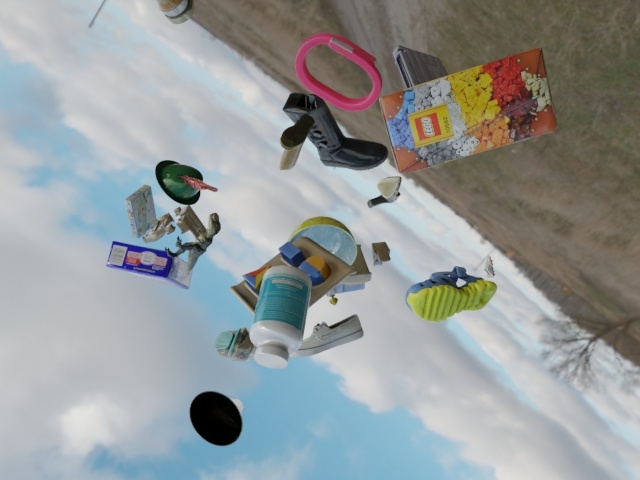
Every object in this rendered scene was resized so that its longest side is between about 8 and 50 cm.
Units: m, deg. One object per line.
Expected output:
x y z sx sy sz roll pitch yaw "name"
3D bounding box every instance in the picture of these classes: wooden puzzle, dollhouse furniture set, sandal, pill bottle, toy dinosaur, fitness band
-0.105 0.116 1.691 0.322 0.347 0.081 33 151 51 "wooden puzzle"
-0.793 -0.011 2.670 0.174 0.355 0.303 58 -174 -23 "dollhouse furniture set"
0.354 0.143 1.464 0.317 0.126 0.138 -1 -147 -37 "sandal"
-0.111 0.211 1.409 0.146 0.146 0.264 31 -132 -25 "pill bottle"
-0.390 0.024 1.530 0.118 0.268 0.064 5 -135 -41 "toy dinosaur"
0.059 -0.531 1.625 0.290 0.209 0.054 29 -128 -11 "fitness band"
0.178 0.194 2.360 0.286 0.304 0.198 -6 -138 -9 "dollhouse furniture set"

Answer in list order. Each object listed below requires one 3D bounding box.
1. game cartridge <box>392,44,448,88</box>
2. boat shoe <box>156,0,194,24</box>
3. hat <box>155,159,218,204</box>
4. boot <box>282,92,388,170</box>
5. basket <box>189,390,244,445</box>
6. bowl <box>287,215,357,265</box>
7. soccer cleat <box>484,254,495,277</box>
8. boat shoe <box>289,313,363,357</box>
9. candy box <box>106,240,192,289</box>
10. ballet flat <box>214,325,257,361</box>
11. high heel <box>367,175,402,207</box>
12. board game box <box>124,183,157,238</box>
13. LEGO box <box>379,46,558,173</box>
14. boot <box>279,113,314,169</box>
0.436 -0.640 2.075 0.230 0.068 0.355 10 -129 -27 "game cartridge"
-0.392 -0.709 1.310 0.103 0.113 0.303 43 -152 -68 "boat shoe"
-0.421 -0.229 1.712 0.209 0.183 0.173 51 -146 -8 "hat"
0.079 -0.506 2.357 0.366 0.146 0.445 1 151 27 "boot"
-0.354 0.628 1.840 0.204 0.154 0.227 40 169 9 "basket"
0.000 0.000 2.089 0.289 0.289 0.156 31 -148 -26 "bowl"
0.606 0.095 1.847 0.029 0.035 0.084 85 178 -76 "soccer cleat"
0.013 0.310 1.678 0.096 0.267 0.088 169 86 -77 "boat shoe"
-0.728 0.113 2.225 0.267 0.122 0.317 11 166 4 "candy box"
-0.362 0.490 2.370 0.181 0.164 0.482 28 161 -14 "ballet flat"
0.338 -0.240 2.304 0.186 0.261 0.093 -21 -103 -31 "high heel"
-0.601 -0.097 1.720 0.026 0.154 0.103 18 -140 16 "board game box"
0.372 -0.349 1.396 0.500 0.371 0.193 -57 -48 -73 "LEGO box"
-0.128 -0.393 2.232 0.089 0.270 0.236 38 -127 3 "boot"
